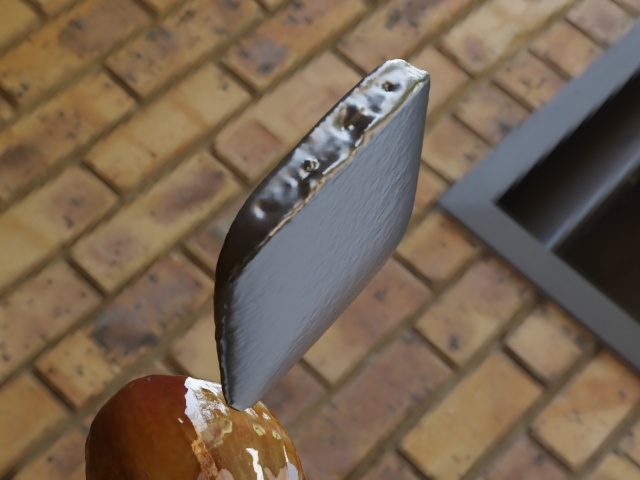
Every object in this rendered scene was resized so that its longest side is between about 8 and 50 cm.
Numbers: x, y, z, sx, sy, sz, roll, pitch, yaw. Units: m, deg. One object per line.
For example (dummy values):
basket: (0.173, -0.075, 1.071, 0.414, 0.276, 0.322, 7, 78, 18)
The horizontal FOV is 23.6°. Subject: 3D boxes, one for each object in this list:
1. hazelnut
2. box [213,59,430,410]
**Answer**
hazelnut: (-0.111, 0.216, 1.301, 0.210, 0.186, 0.210, -5, -90, -65)
box: (0.000, 0.000, 0.935, 0.212, 0.042, 0.201, -48, -20, -31)
